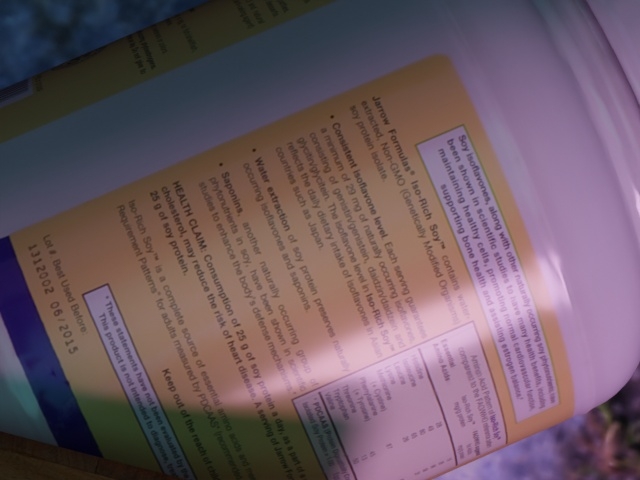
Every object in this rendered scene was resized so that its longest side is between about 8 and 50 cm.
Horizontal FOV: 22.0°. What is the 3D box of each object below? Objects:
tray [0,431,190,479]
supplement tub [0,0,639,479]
[{"bbox_3d":[-0.094,0.259,0.712,0.202,0.076,0.411,15,129,-3],"label":"tray"},{"bbox_3d":[0.000,0.000,0.750,0.331,0.241,0.241,-23,92,-2],"label":"supplement tub"}]
